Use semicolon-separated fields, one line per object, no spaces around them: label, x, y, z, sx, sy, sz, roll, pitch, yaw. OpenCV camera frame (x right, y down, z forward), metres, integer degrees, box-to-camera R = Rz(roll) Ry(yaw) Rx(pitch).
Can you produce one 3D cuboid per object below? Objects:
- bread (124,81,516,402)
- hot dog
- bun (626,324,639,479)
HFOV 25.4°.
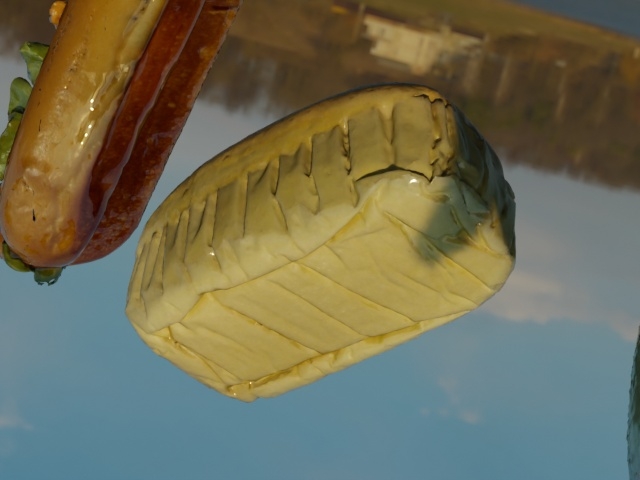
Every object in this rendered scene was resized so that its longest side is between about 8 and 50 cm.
bread;0.000;0.000;0.808;0.140;0.236;0.106;40;-143;-35
hot dog;-0.064;-0.074;0.482;0.055;0.188;0.072;26;-176;14
bun;0.217;0.103;0.470;0.283;0.179;0.283;12;-136;-11
